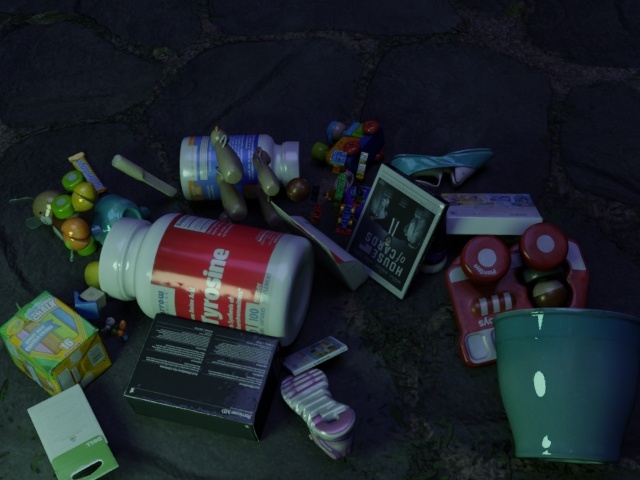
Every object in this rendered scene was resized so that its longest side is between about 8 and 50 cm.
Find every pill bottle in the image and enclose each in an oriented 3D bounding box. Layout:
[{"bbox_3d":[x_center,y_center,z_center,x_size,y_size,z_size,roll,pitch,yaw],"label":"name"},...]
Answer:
[{"bbox_3d":[-0.182,-0.171,2.142,0.272,0.152,0.152,-1,50,2],"label":"pill bottle"},{"bbox_3d":[-0.233,0.070,1.892,0.407,0.229,0.229,10,51,12],"label":"pill bottle"}]

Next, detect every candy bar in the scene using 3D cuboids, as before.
[{"bbox_3d":[-0.566,-0.161,2.241,0.040,0.018,0.161,-27,53,-19],"label":"candy bar"}]

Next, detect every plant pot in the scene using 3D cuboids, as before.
[{"bbox_3d":[0.445,0.273,1.665,0.271,0.272,0.255,3,76,6],"label":"plant pot"}]

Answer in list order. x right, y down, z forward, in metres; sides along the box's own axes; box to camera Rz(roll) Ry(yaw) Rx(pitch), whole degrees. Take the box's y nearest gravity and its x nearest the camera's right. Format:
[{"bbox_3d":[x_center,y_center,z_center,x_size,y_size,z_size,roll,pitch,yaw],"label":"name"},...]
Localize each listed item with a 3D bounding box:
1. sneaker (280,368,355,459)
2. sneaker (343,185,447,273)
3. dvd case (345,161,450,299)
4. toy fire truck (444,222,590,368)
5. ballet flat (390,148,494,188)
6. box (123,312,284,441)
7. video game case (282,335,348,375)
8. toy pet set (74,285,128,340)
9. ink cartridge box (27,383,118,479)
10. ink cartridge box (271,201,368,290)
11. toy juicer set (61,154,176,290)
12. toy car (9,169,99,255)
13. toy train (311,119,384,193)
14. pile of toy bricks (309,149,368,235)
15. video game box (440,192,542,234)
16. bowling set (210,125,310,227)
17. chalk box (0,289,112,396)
[{"bbox_3d":[-0.001,0.334,1.752,0.095,0.105,0.236,-25,31,-13],"label":"sneaker"},{"bbox_3d":[0.172,-0.064,2.038,0.102,0.146,0.293,-37,58,-25],"label":"sneaker"},{"bbox_3d":[0.158,-0.020,1.957,0.179,0.239,0.029,36,28,29],"label":"dvd case"},{"bbox_3d":[0.409,0.116,1.887,0.302,0.169,0.254,-12,75,-7],"label":"toy fire truck"},{"bbox_3d":[0.290,-0.163,2.172,0.247,0.083,0.087,-5,74,-1],"label":"ballet flat"},{"bbox_3d":[-0.223,0.267,1.796,0.261,0.103,0.184,11,57,12],"label":"box"},{"bbox_3d":[-0.014,0.232,1.854,0.122,0.011,0.087,-24,16,-17],"label":"video game case"},{"bbox_3d":[-0.469,0.160,1.895,0.122,0.114,0.065,24,43,23],"label":"toy pet set"},{"bbox_3d":[-0.465,0.386,1.744,0.109,0.062,0.209,-26,54,-18],"label":"ink cartridge box"},{"bbox_3d":[0.000,0.000,1.943,0.056,0.225,0.181,-45,61,-11],"label":"ink cartridge box"},{"bbox_3d":[-0.471,-0.065,2.044,0.089,0.209,0.329,-12,39,37],"label":"toy juicer set"},{"bbox_3d":[-0.606,-0.060,2.080,0.188,0.155,0.149,-1,49,15],"label":"toy car"},{"bbox_3d":[0.037,-0.196,2.189,0.143,0.105,0.248,18,50,30],"label":"toy train"},{"bbox_3d":[0.039,-0.094,2.035,0.118,0.105,0.212,13,61,1],"label":"pile of toy bricks"},{"bbox_3d":[0.374,-0.060,2.036,0.205,0.048,0.187,1,21,4],"label":"video game box"},{"bbox_3d":[-0.134,-0.114,2.019,0.199,0.287,0.154,-10,45,-16],"label":"bowling set"},{"bbox_3d":[-0.552,0.204,1.858,0.213,0.132,0.132,30,57,26],"label":"chalk box"}]
